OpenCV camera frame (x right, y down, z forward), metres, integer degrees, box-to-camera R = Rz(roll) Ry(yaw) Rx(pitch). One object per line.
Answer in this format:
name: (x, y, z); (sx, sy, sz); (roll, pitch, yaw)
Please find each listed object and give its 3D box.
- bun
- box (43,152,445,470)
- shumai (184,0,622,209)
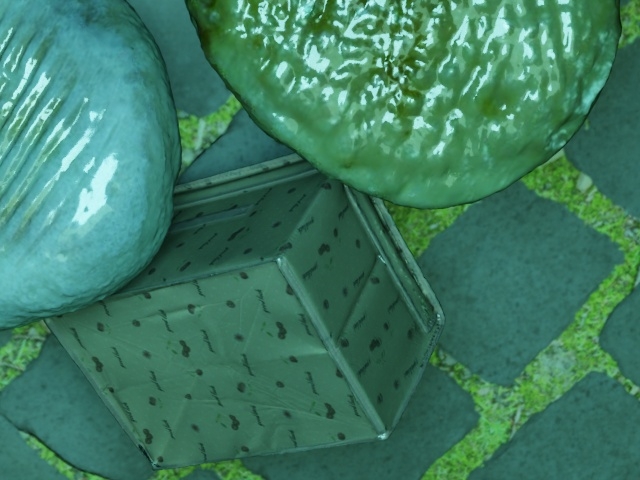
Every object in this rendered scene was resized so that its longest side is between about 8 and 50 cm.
bun: (-0.291, -0.091, 1.391); (0.362, 0.211, 0.361); (-1, 86, 14)
box: (-0.073, 0.072, 1.467); (0.297, 0.190, 0.225); (-12, 120, 35)
shumai: (0.059, -0.230, 1.379); (0.397, 0.323, 0.324); (33, 98, -8)
